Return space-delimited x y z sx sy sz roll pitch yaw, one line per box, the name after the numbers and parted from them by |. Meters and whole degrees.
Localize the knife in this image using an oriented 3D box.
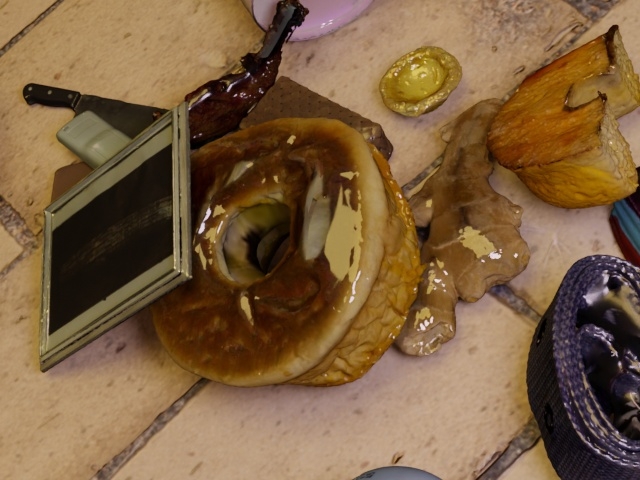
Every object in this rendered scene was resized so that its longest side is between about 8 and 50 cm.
-0.302 -0.161 1.911 0.245 0.019 0.072 13 66 28 | knife

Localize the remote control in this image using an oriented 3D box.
-0.276 -0.122 1.832 0.061 0.029 0.162 -38 43 -19 | remote control

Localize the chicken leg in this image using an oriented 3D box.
-0.102 -0.198 1.790 0.253 0.106 0.051 -45 58 10 | chicken leg

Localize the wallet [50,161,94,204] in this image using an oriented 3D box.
-0.269 -0.062 1.819 0.153 0.038 0.118 -12 52 14 | wallet

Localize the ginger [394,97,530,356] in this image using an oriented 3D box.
0.159 -0.027 1.591 0.148 0.081 0.333 -15 51 33 | ginger

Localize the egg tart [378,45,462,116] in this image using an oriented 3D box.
0.121 -0.184 1.730 0.105 0.039 0.105 -11 55 16 | egg tart

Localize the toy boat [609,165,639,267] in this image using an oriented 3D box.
0.425 0.059 1.423 0.136 0.079 0.392 -37 49 -1 | toy boat

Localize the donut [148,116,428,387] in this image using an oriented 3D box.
-0.035 0.014 1.573 0.330 0.160 0.330 -12 70 37 | donut

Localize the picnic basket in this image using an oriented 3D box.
-0.009 -0.126 1.739 0.193 0.055 0.110 30 74 37 | picnic basket

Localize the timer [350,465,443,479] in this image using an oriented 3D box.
0.045 0.329 1.375 0.255 0.175 0.175 -55 49 18 | timer

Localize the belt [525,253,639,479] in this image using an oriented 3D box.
0.275 0.138 1.400 0.140 0.126 0.230 3 56 -8 | belt

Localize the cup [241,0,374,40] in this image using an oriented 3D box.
-0.052 -0.410 1.839 0.253 0.253 0.274 -28 59 4 | cup

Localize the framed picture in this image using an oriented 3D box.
-0.242 -0.002 1.664 0.293 0.018 0.231 -32 50 39 | framed picture

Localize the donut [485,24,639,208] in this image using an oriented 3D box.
0.261 -0.120 1.561 0.152 0.101 0.259 -21 30 29 | donut
